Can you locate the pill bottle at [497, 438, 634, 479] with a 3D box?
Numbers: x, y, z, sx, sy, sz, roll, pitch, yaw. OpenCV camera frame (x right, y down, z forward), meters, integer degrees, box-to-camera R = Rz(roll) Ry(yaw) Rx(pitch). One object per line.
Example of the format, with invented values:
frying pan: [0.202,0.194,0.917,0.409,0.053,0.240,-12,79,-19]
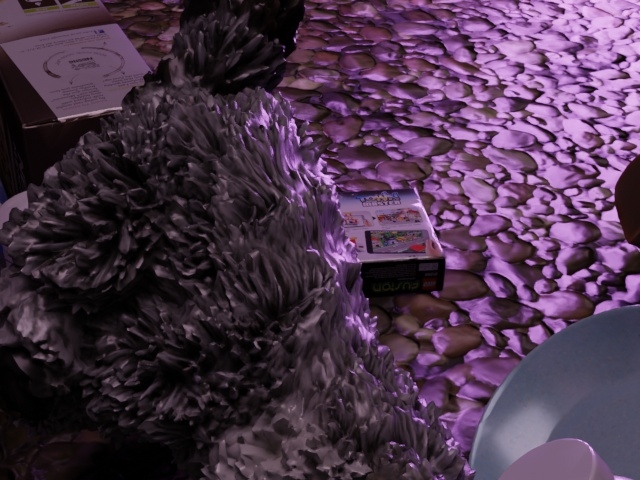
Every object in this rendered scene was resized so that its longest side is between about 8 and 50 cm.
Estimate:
pill bottle: [0.150,0.175,0.538,0.086,0.152,0.086,-37,15,11]

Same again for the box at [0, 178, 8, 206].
box: [-0.359,-0.046,0.971,0.136,0.037,0.225,-12,37,-20]

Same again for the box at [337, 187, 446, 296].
box: [-0.008,0.004,0.910,0.206,0.036,0.114,-3,33,-7]

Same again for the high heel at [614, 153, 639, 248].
high heel: [0.320,0.091,0.743,0.181,0.127,0.377,24,44,-21]

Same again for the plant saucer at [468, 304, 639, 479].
plant saucer: [0.184,0.127,0.668,0.195,0.037,0.195,-29,35,23]

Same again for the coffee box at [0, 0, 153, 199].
coffee box: [-0.220,-0.099,0.939,0.118,0.168,0.297,-13,35,-21]

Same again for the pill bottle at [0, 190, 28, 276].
pill bottle: [-0.183,0.038,0.758,0.078,0.137,0.078,2,32,-1]

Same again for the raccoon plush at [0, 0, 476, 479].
raccoon plush: [0.000,0.000,0.612,0.299,0.447,0.216,17,10,24]
